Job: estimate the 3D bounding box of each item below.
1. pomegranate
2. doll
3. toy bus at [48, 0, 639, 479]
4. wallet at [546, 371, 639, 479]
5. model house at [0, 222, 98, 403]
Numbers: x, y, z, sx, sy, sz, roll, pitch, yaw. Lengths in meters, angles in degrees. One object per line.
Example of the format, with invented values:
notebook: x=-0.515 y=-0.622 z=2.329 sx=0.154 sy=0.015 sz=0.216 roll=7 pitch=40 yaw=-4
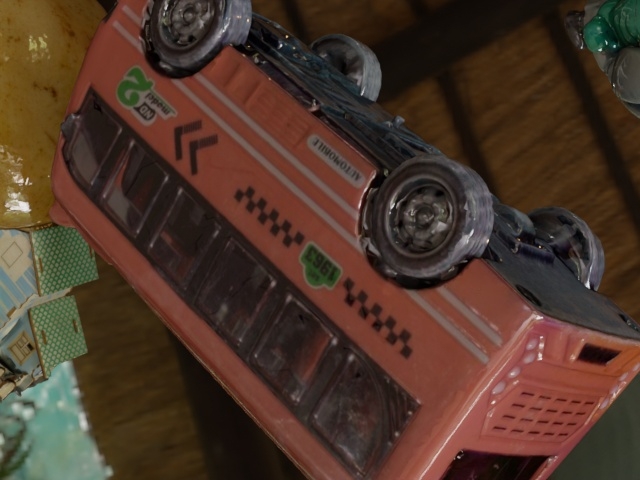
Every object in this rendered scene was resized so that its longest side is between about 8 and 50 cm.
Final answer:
pomegranate: x=-0.293 y=-0.135 z=1.224 sx=0.264 sy=0.264 sz=0.264 roll=33 pitch=-51 yaw=54
doll: x=0.382 y=-0.223 z=1.456 sx=0.153 sy=0.195 sz=0.258 roll=56 pitch=9 yaw=-21
toy bus: x=0.000 y=0.000 z=0.944 sx=0.427 sy=0.203 sz=0.233 roll=42 pitch=-75 yaw=33
wallet: x=0.169 y=0.171 z=1.142 sx=0.083 sy=0.252 sz=0.360 roll=43 pitch=-12 yaw=-36
model house: x=-0.400 y=0.044 z=1.782 sx=0.206 sy=0.178 sz=0.271 roll=-43 pitch=-103 yaw=22
